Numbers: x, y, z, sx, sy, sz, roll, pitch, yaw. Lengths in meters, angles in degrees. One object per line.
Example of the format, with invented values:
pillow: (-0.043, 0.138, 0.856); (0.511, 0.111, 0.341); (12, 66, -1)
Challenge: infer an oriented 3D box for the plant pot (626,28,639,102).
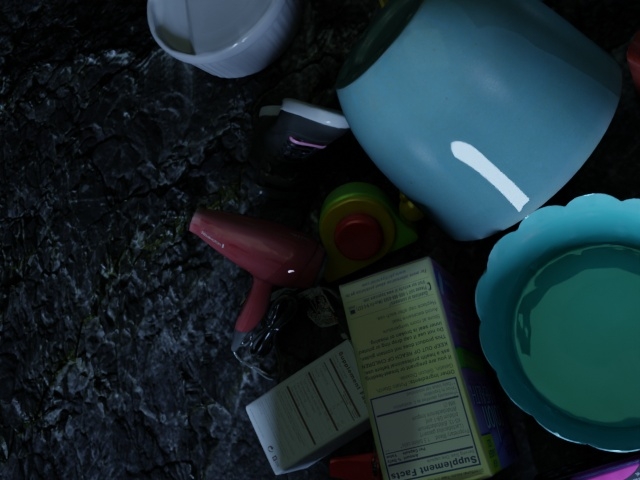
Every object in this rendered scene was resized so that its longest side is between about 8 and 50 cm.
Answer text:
plant pot: (0.506, -0.202, 0.713); (0.235, 0.267, 0.267); (36, 93, 38)

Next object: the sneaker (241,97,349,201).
sneaker: (-0.038, -0.125, 0.957); (0.295, 0.104, 0.147); (-162, 85, -68)

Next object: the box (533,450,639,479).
box: (0.368, 0.295, 0.689); (0.247, 0.163, 0.142); (-24, 72, 17)

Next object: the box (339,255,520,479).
box: (0.139, 0.167, 0.794); (0.117, 0.213, 0.243); (-19, 70, 19)

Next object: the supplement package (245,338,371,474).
supplement package: (0.008, 0.230, 0.897); (0.179, 0.105, 0.105); (-35, 66, 12)

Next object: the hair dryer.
hair dryer: (-0.082, 0.073, 0.900); (0.223, 0.080, 0.293); (-25, 109, 18)

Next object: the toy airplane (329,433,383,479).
toy airplane: (0.076, 0.337, 0.882); (0.151, 0.028, 0.151); (-6, 74, 21)

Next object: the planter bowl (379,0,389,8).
planter bowl: (0.179, -0.439, 1.001); (0.217, 0.090, 0.217); (-6, 75, 22)

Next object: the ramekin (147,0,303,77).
ramekin: (-0.155, -0.409, 1.121); (0.272, 0.127, 0.273); (-6, 75, 22)

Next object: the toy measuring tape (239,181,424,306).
toy measuring tape: (0.000, 0.000, 0.950); (0.330, 0.121, 0.121); (-25, 68, 17)

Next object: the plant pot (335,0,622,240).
plant pot: (0.163, -0.186, 0.786); (0.293, 0.235, 0.293); (-47, 19, 22)

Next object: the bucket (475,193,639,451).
bucket: (0.328, 0.100, 0.745); (0.281, 0.183, 0.281); (-6, 74, 23)
